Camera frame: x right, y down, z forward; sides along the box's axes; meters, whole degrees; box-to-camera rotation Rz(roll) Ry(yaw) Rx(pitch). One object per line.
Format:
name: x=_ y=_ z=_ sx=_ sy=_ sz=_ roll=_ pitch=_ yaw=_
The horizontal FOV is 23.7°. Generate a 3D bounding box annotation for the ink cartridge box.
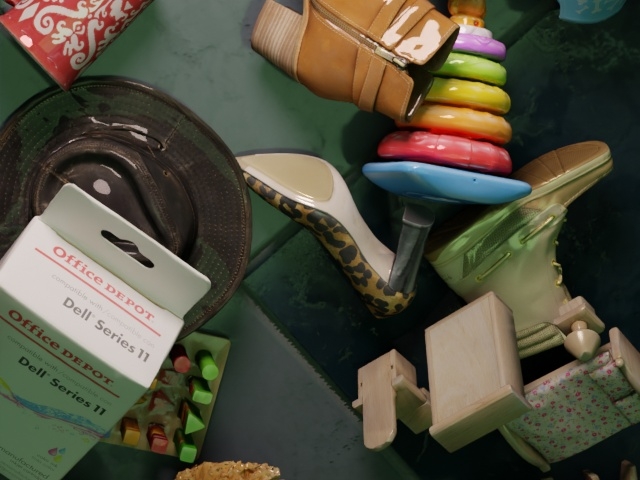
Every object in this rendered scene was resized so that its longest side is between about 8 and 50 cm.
ink cartridge box: x=-0.296 y=0.118 z=1.684 sx=0.207 sy=0.119 sz=0.353 roll=36 pitch=131 yaw=-10

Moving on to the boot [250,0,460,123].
boot: x=0.060 y=-0.289 z=1.729 sx=0.220 sy=0.109 sz=0.283 roll=29 pitch=101 yaw=22

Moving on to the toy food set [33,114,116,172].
toy food set: x=-0.236 y=-0.045 z=1.817 sx=0.132 sy=0.038 sz=0.192 roll=-38 pitch=96 yaw=-7

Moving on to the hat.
hat: x=-0.229 y=-0.031 z=1.731 sx=0.331 sy=0.134 sz=0.331 roll=0 pitch=90 yaw=-10

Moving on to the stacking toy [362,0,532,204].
stacking toy: x=0.164 y=-0.197 z=1.817 sx=0.175 sy=0.166 sz=0.302 roll=8 pitch=89 yaw=-21

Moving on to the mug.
mug: x=-0.276 y=-0.278 z=1.715 sx=0.169 sy=0.113 sz=0.150 roll=-43 pitch=109 yaw=-4

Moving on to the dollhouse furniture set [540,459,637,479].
dollhouse furniture set: x=0.308 y=0.390 z=1.910 sx=0.262 sy=0.259 sz=0.135 roll=-12 pitch=95 yaw=-8

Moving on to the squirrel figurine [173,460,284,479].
squirrel figurine: x=-0.194 y=0.419 z=1.835 sx=0.397 sy=0.281 sz=0.370 roll=-40 pitch=98 yaw=-13

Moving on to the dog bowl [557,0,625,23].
dog bowl: x=0.246 y=-0.359 z=1.784 sx=0.297 sy=0.074 sz=0.166 roll=11 pitch=66 yaw=-13

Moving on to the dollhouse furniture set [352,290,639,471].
dollhouse furniture set: x=0.265 y=0.252 z=1.883 sx=0.303 sy=0.174 sz=0.355 roll=-31 pitch=123 yaw=24

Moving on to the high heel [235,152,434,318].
high heel: x=0.000 y=0.000 z=1.863 sx=0.261 sy=0.093 sz=0.186 roll=21 pitch=134 yaw=8

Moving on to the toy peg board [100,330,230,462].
toy peg board: x=-0.201 y=0.186 z=1.849 sx=0.160 sy=0.079 sz=0.161 roll=14 pitch=99 yaw=-15

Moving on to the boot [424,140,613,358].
boot: x=0.286 y=0.016 z=1.902 sx=0.262 sy=0.095 sz=0.203 roll=-35 pitch=106 yaw=3
